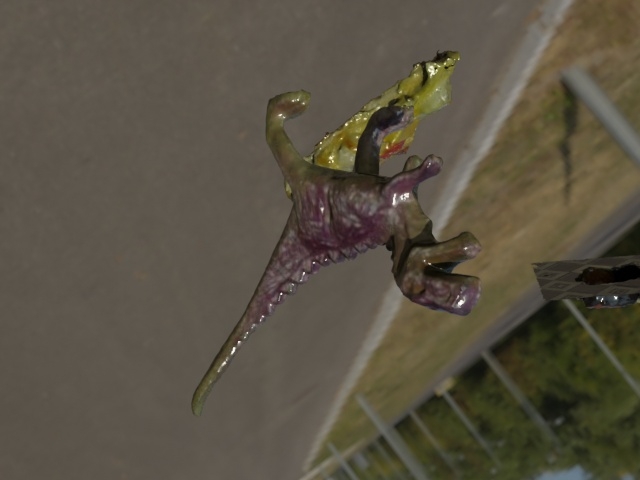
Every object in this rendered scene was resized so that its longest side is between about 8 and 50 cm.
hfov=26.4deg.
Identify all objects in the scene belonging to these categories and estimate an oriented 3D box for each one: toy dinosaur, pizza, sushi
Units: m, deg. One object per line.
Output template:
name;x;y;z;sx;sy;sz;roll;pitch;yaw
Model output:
toy dinosaur;-0.002;-0.002;0.940;0.251;0.200;0.072;-14;155;27
pizza;0.088;-0.149;1.779;0.280;0.075;0.287;-33;175;-42
sushi;0.234;0.039;1.083;0.126;0.026;0.120;-4;-167;7
